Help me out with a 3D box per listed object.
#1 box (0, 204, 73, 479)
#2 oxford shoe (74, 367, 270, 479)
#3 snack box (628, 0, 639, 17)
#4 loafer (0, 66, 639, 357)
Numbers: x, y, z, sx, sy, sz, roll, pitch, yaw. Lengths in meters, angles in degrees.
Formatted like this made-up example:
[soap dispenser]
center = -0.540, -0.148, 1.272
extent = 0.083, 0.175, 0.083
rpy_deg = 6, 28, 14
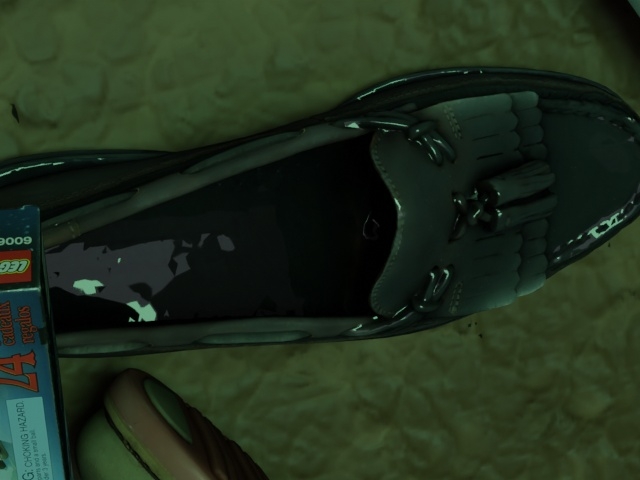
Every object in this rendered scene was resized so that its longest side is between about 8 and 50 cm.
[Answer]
[box]
center = -0.168, 0.095, 0.617
extent = 0.159, 0.044, 0.233
rpy_deg = -5, 131, -6
[oxford shoe]
center = -0.019, 0.214, 0.704
extent = 0.130, 0.123, 0.348
rpy_deg = -31, 106, 0
[snack box]
center = 0.183, -0.158, 0.675
extent = 0.174, 0.070, 0.207
rpy_deg = -48, 111, -21
[loafer]
center = 0.000, 0.000, 0.673
extent = 0.302, 0.095, 0.109
rpy_deg = -10, 103, -12
